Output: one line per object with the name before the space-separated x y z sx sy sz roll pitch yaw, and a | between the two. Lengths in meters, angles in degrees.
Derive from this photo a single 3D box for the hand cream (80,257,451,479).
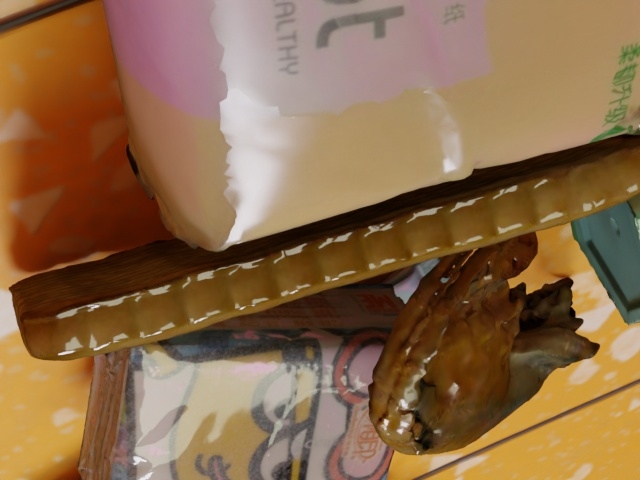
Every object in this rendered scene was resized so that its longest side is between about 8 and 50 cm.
hand cream | -0.039 0.102 0.763 0.275 0.050 0.079 -33 171 1

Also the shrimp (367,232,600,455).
shrimp | 0.106 0.038 0.681 0.262 0.066 0.117 -24 148 -58

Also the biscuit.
biscuit | 0.000 0.000 0.574 0.255 0.029 0.172 -17 -174 -13

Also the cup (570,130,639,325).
cup | 0.246 -0.045 0.681 0.236 0.134 0.148 -21 141 -7

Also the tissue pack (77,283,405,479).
tissue pack | -0.035 0.081 0.683 0.155 0.065 0.115 1 119 -24

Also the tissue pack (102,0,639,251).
tissue pack | 0.029 -0.135 0.439 0.215 0.123 0.256 -16 135 -12
